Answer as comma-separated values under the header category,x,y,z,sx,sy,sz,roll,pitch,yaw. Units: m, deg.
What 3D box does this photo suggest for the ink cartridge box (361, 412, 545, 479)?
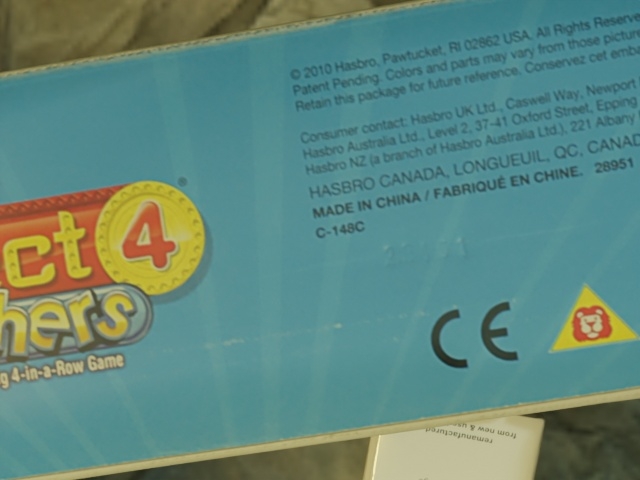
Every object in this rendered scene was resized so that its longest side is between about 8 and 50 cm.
category,x,y,z,sx,sy,sz,roll,pitch,yaw
ink cartridge box,0.038,0.116,0.573,0.056,0.099,0.135,10,93,5

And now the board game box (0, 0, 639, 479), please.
category,x,y,z,sx,sy,sz,roll,pitch,yaw
board game box,0.000,0.000,0.474,0.308,0.302,0.086,-9,90,6
